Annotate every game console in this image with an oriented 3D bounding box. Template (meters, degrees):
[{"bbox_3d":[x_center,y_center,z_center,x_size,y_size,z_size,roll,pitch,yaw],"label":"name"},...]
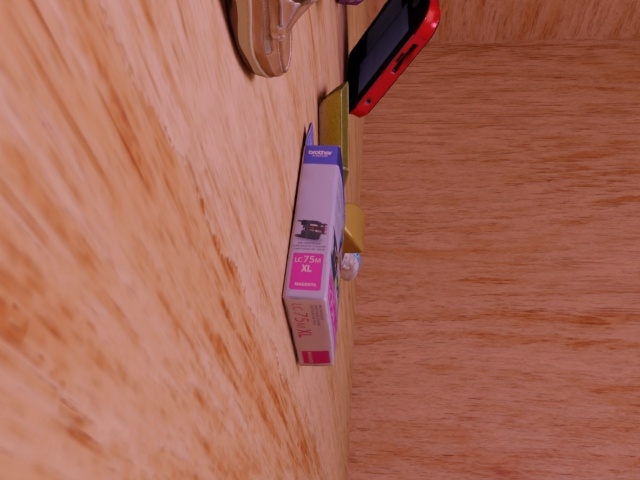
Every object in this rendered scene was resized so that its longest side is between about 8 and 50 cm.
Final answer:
[{"bbox_3d":[0.183,-0.556,1.661,0.386,0.060,0.342,-46,-147,43],"label":"game console"}]

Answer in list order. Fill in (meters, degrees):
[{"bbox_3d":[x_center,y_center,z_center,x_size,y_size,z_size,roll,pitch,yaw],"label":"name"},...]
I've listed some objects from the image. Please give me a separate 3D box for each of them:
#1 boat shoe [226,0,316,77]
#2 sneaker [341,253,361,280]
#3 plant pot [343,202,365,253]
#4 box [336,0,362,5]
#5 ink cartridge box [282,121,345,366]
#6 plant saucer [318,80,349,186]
[{"bbox_3d":[-0.032,-0.186,0.460,0.190,0.072,0.068,71,20,-73],"label":"boat shoe"},{"bbox_3d":[0.035,0.033,1.221,0.190,0.071,0.083,72,25,-48],"label":"sneaker"},{"bbox_3d":[0.029,-0.027,1.068,0.083,0.081,0.081,46,44,-64],"label":"plant pot"},{"bbox_3d":[0.092,-0.682,1.299,0.201,0.057,0.293,-158,-113,-71],"label":"box"},{"bbox_3d":[0.000,0.000,0.875,0.186,0.065,0.311,84,8,-53],"label":"ink cartridge box"},{"bbox_3d":[0.026,-0.198,1.145,0.188,0.045,0.188,-71,161,-70],"label":"plant saucer"}]
